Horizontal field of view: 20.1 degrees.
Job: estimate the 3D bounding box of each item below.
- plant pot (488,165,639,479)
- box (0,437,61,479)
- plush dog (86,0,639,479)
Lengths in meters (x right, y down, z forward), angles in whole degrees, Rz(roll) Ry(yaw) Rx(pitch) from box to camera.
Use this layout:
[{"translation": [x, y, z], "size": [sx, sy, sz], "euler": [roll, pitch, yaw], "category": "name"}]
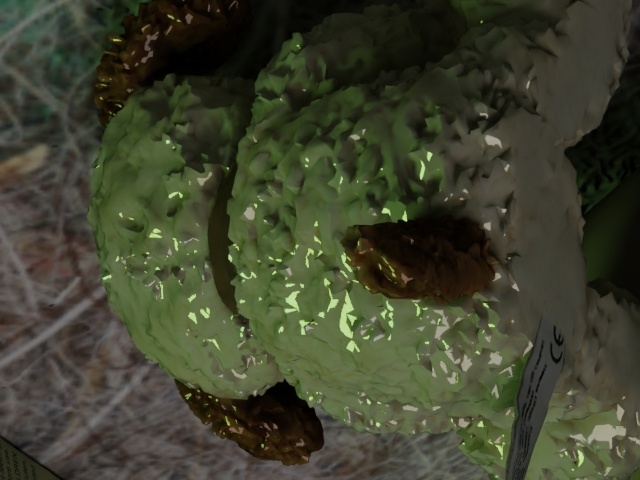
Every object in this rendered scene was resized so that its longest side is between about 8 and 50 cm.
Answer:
[{"translation": [0.237, 0.061, 0.867], "size": [0.280, 0.323, 0.323], "euler": [-28, 139, 35], "category": "plant pot"}, {"translation": [-0.252, 0.193, 0.952], "size": [0.213, 0.117, 0.243], "euler": [-30, 136, 14], "category": "box"}, {"translation": [0.000, 0.000, 0.745], "size": [0.225, 0.262, 0.210], "euler": [-3, -169, 36], "category": "plush dog"}]
